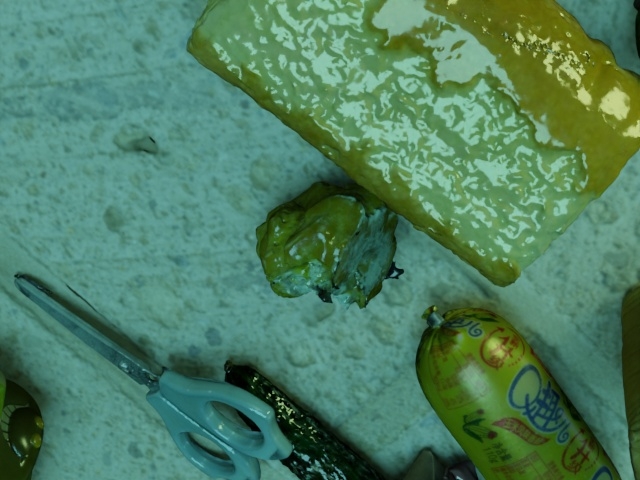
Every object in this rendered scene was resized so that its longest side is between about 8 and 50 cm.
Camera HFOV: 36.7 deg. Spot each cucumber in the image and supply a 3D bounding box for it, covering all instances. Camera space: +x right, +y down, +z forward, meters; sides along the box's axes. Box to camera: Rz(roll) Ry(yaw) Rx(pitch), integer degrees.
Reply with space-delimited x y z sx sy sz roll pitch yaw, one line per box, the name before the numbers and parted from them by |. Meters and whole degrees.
cucumber | -0.007 0.242 1.091 0.293 0.067 0.067 43 110 -11

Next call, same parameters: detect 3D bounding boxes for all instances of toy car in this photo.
toy car | -0.412 0.258 1.094 0.248 0.204 0.198 -30 129 18

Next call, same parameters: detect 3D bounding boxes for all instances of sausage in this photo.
sausage | 0.215 0.206 1.022 0.123 0.123 0.347 -33 105 17

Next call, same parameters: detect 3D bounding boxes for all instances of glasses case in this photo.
glasses case | 0.176 0.320 1.091 0.193 0.102 0.070 49 152 -14

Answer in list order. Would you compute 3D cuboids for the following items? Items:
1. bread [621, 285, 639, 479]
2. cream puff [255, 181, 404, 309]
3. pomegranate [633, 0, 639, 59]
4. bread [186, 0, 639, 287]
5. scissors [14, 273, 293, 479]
bread | 0.345 0.143 0.902 0.119 0.288 0.153 -12 110 21
cream puff | -0.001 0.000 0.959 0.156 0.156 0.121 12 82 1
pomegranate | 0.372 -0.195 0.851 0.191 0.131 0.152 5 109 -21
bread | 0.092 -0.158 0.864 0.375 0.165 0.236 36 109 -7
scissors | -0.195 0.145 1.071 0.360 0.029 0.191 38 140 1
